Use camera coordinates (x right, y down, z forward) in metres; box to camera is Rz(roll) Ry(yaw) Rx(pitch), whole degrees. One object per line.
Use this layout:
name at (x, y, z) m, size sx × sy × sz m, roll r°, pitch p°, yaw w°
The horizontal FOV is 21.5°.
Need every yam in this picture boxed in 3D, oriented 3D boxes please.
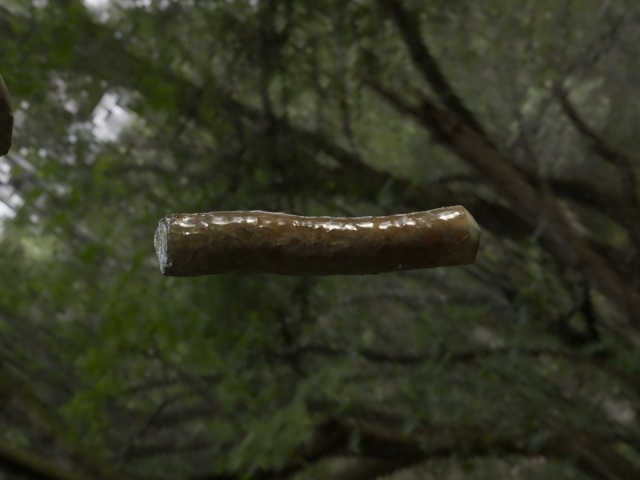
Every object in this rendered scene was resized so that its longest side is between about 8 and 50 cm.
yam at (0.000, 0.000, 1.825) m, size 0.081 × 0.357 × 0.081 m, roll 177°, pitch 90°, yaw -82°

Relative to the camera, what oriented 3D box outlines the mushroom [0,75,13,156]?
mushroom at (-0.473, -0.205, 2.083) m, size 0.128 × 0.128 × 0.350 m, roll -52°, pitch -32°, yaw -15°
